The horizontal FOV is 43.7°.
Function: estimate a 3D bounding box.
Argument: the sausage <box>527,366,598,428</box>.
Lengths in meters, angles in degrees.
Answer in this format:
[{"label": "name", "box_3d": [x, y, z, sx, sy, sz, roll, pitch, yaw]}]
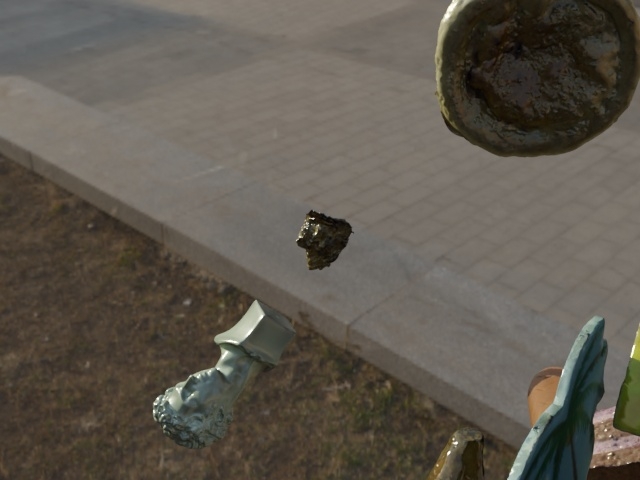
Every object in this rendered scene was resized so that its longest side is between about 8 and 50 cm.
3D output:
[{"label": "sausage", "box_3d": [0.435, 0.316, 1.424, 0.121, 0.121, 0.304, 8, 9, 10]}]

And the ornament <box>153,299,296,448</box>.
[{"label": "ornament", "box_3d": [-0.157, 0.233, 1.372, 0.285, 0.130, 0.120, -45, 21, -12]}]

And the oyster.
[{"label": "oyster", "box_3d": [0.000, 0.005, 1.660, 0.105, 0.177, 0.056, 19, 50, -13]}]

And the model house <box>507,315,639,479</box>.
[{"label": "model house", "box_3d": [0.299, 0.154, 0.506, 0.300, 0.323, 0.340, 13, 18, 33]}]

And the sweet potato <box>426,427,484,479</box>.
[{"label": "sweet potato", "box_3d": [0.077, 0.290, 0.709, 0.075, 0.075, 0.273, 26, 66, 34]}]

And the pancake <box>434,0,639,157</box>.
[{"label": "pancake", "box_3d": [0.153, -0.123, 0.565, 0.152, 0.151, 0.025, 3, 32, 0]}]

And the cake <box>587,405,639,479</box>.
[{"label": "cake", "box_3d": [0.470, 0.269, 1.097, 0.295, 0.113, 0.116, -31, 33, 26]}]
